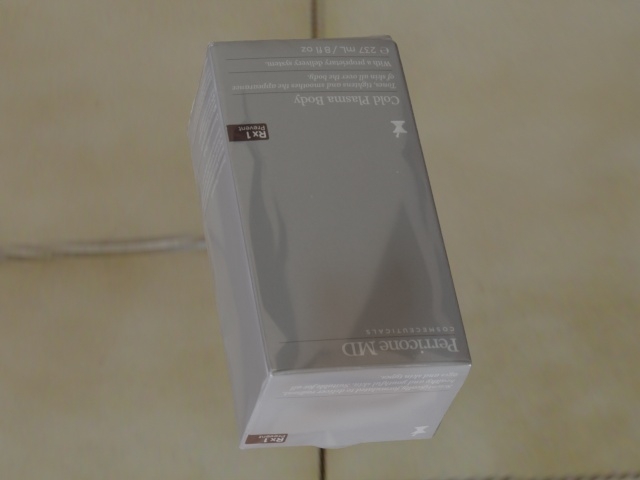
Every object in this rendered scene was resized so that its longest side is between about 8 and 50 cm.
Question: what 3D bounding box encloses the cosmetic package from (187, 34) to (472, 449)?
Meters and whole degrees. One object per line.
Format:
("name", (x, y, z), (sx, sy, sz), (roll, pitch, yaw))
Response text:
("cosmetic package", (0.000, 0.000, 1.175), (0.127, 0.238, 0.107), (-4, 146, -17))
